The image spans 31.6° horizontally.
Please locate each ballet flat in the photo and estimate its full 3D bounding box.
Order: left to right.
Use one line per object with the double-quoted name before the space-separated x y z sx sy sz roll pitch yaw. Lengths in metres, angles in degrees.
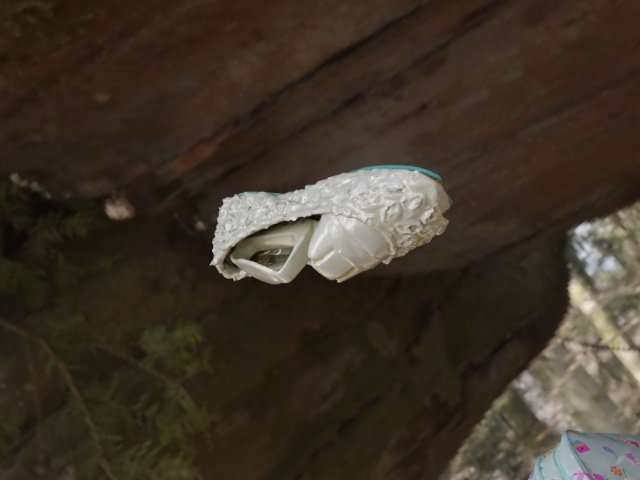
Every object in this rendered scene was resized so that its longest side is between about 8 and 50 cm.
"ballet flat" 0.000 0.000 1.500 0.409 0.147 0.147 -7 18 47

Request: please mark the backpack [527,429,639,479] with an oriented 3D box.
"backpack" 0.244 0.228 0.948 0.182 0.152 0.115 13 -69 -32
